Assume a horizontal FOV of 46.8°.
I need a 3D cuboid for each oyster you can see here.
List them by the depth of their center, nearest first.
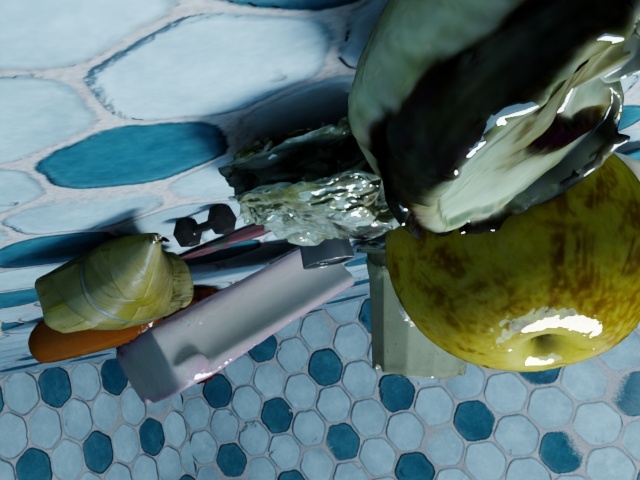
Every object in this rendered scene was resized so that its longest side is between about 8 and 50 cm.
[{"bbox_3d":[0.008,-0.050,0.713,0.199,0.112,0.268,-15,174,14],"label":"oyster"}]

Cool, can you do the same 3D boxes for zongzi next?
[{"bbox_3d":[-0.215,0.035,0.982,0.256,0.114,0.228,-32,166,33],"label":"zongzi"}]

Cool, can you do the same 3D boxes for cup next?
[{"bbox_3d":[0.000,0.000,1.108,0.078,0.077,0.100,-9,170,-24],"label":"cup"}]

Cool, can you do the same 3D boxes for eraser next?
[{"bbox_3d":[-0.152,0.140,1.293,0.359,0.122,0.272,-30,180,-33],"label":"eraser"}]

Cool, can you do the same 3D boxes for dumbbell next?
[{"bbox_3d":[-0.144,-0.018,0.924,0.083,0.035,0.040,-19,169,31],"label":"dumbbell"}]

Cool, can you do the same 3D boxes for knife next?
[{"bbox_3d":[-0.151,0.004,1.131,0.247,0.018,0.035,-17,174,40],"label":"knife"}]

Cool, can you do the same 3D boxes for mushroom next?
[{"bbox_3d":[0.131,-0.110,0.502,0.247,0.130,0.344,-42,164,18],"label":"mushroom"}]

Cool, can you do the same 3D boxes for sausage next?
[{"bbox_3d":[-0.464,0.181,1.510,0.349,0.097,0.094,-18,177,25],"label":"sausage"}]

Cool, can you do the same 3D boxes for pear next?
[{"bbox_3d":[0.204,0.002,0.780,0.281,0.280,0.280,-13,171,-2],"label":"pear"}]

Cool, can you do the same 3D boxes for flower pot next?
[{"bbox_3d":[0.206,0.133,1.475,0.291,0.258,0.290,2,180,0],"label":"flower pot"}]

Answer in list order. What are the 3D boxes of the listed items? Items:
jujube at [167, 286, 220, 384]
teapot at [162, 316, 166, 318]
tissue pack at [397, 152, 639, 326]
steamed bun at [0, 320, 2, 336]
[{"bbox_3d":[-0.267,0.199,1.643,0.217,0.216,0.342,-14,179,7],"label":"jujube"},{"bbox_3d":[-0.314,0.095,1.308,0.110,0.080,0.085,26,173,-1],"label":"teapot"},{"bbox_3d":[0.301,-0.023,1.094,0.390,0.195,0.376,-18,-177,31],"label":"tissue pack"},{"bbox_3d":[-0.597,0.161,1.179,0.183,0.106,0.183,-11,171,-2],"label":"steamed bun"}]
